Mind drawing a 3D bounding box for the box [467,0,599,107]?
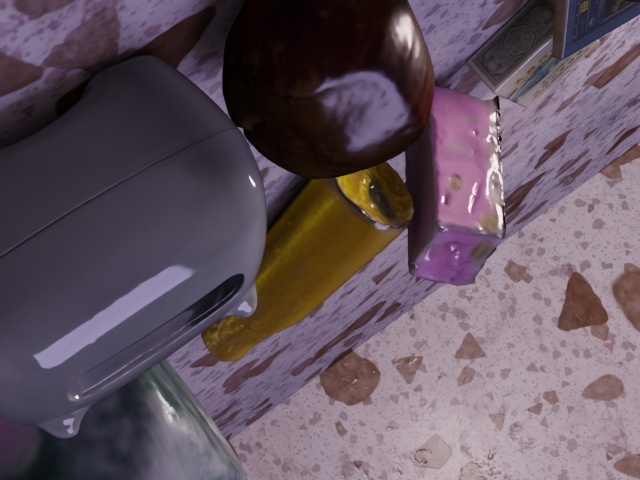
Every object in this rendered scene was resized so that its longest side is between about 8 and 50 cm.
[{"bbox_3d":[0.340,-0.297,1.906,0.164,0.069,0.256,-43,166,16],"label":"box"}]

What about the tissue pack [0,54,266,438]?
[{"bbox_3d":[-0.207,0.012,1.098,0.333,0.236,0.229,-34,165,-22],"label":"tissue pack"}]

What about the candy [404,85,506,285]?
[{"bbox_3d":[0.195,-0.081,1.786,0.116,0.265,0.155,9,148,-13],"label":"candy"}]

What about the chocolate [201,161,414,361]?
[{"bbox_3d":[-0.045,0.033,1.850,0.162,0.162,0.445,-22,163,-51],"label":"chocolate"}]

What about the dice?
[{"bbox_3d":[-0.309,0.251,1.411,0.328,0.348,0.330,-38,161,-6],"label":"dice"}]

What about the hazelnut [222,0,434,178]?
[{"bbox_3d":[0.019,-0.172,1.173,0.218,0.218,0.234,-34,166,-20],"label":"hazelnut"}]

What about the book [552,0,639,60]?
[{"bbox_3d":[0.436,-0.395,1.761,0.269,0.025,0.191,-31,136,-31],"label":"book"}]
